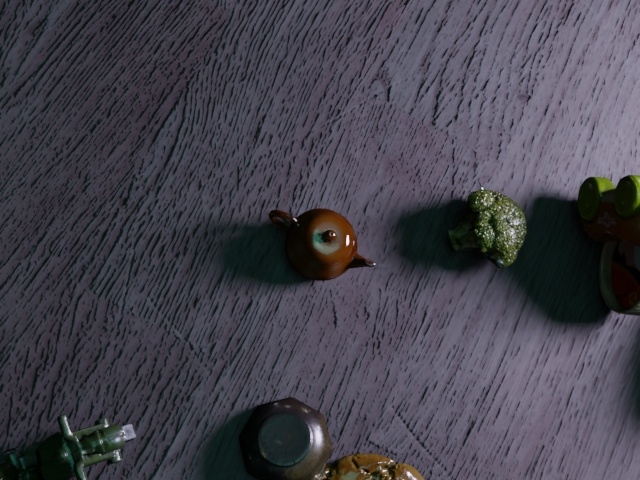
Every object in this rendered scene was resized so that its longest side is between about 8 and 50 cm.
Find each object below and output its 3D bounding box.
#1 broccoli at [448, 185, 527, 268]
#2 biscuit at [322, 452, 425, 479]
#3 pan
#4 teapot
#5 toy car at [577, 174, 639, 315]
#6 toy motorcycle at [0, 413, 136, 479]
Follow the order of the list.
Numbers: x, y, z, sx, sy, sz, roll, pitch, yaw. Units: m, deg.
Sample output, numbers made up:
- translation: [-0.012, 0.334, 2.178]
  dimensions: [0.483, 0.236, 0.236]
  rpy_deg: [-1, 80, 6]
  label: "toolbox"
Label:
- translation: [0.262, -0.019, 1.367]
  dimensions: [0.120, 0.130, 0.131]
  rpy_deg: [-20, 98, 20]
  label: "broccoli"
- translation: [0.067, 0.416, 1.257]
  dimensions: [0.226, 0.042, 0.225]
  rpy_deg: [2, 78, -11]
  label: "biscuit"
- translation: [-0.018, 0.302, 1.234]
  dimensions: [0.202, 0.048, 0.128]
  rpy_deg: [28, 71, 10]
  label: "pan"
- translation: [0.000, 0.000, 1.302]
  dimensions: [0.173, 0.116, 0.116]
  rpy_deg: [30, 73, -3]
  label: "teapot"
- translation: [0.503, 0.011, 1.364]
  dimensions: [0.145, 0.235, 0.235]
  rpy_deg: [4, 77, -11]
  label: "toy car"
- translation: [-0.357, 0.351, 1.136]
  dimensions: [0.275, 0.127, 0.205]
  rpy_deg: [-20, 79, -13]
  label: "toy motorcycle"
